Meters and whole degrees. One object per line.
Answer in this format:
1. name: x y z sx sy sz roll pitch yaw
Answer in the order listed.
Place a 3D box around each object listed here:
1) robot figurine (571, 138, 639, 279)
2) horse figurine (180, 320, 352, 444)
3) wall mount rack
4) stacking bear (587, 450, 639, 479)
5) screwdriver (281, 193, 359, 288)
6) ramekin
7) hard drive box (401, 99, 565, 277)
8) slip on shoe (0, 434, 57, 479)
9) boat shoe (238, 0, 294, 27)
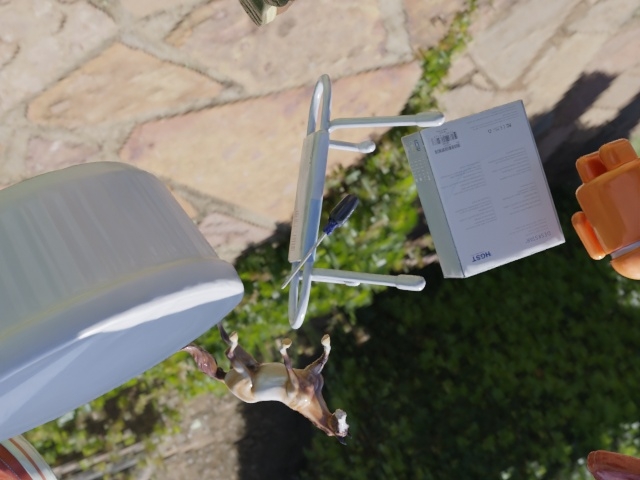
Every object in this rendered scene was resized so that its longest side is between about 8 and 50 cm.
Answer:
1. robot figurine: 0.458 -0.037 1.523 0.158 0.219 0.128 -26 173 5
2. horse figurine: -0.078 0.193 1.524 0.066 0.263 0.174 -61 154 -45
3. wall mount rack: 0.045 -0.050 1.377 0.130 0.350 0.304 7 177 -12
4. stacking bear: 0.354 0.408 1.153 0.175 0.164 0.289 47 58 -47
5. screwdriver: 0.000 0.000 1.332 0.025 0.024 0.170 -26 -158 55
6. ramekin: -0.204 0.047 0.797 0.272 0.127 0.273 -29 170 -5
7. hard drive box: 0.250 -0.079 1.603 0.181 0.232 0.089 -18 -178 -15
8. slip on shoe: -0.452 0.240 1.210 0.123 0.331 0.101 86 26 -52
9. boat shoe: -0.031 -0.228 0.858 0.060 0.064 0.178 -34 -174 -10
